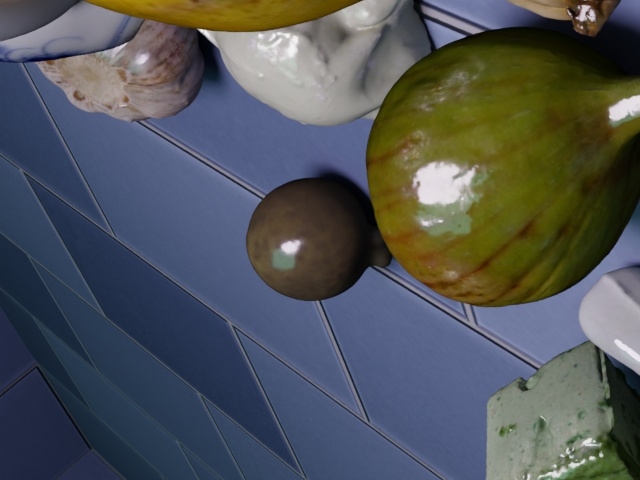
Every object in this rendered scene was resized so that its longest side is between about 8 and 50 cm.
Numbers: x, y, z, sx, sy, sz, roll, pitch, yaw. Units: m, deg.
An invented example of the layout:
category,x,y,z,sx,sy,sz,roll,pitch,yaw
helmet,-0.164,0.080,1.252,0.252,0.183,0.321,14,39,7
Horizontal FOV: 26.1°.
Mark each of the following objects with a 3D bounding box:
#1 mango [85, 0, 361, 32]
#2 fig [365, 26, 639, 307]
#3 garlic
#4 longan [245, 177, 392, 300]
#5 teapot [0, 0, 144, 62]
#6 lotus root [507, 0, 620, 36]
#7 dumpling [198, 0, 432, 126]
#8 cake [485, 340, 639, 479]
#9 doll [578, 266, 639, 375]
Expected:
category,x,y,z,sx,sy,sz,roll,pitch,yaw
mango,-0.099,-0.286,0.567,0.446,0.232,0.300,51,141,10
fig,0.125,-0.042,0.688,0.151,0.151,0.259,54,156,-12
garlic,-0.166,-0.166,1.144,0.159,0.102,0.147,9,139,27
longan,0.000,0.000,1.111,0.119,0.106,0.106,7,154,1
teapot,-0.201,-0.242,0.807,0.280,0.424,0.252,27,127,-13
lotus root,0.089,-0.158,0.665,0.150,0.062,0.073,47,-177,13
dumpling,0.002,-0.137,0.854,0.169,0.100,0.134,44,145,2
cake,0.203,0.182,0.917,0.099,0.100,0.235,-26,124,26
doll,0.254,0.147,0.781,0.252,0.111,0.237,50,-172,-17
